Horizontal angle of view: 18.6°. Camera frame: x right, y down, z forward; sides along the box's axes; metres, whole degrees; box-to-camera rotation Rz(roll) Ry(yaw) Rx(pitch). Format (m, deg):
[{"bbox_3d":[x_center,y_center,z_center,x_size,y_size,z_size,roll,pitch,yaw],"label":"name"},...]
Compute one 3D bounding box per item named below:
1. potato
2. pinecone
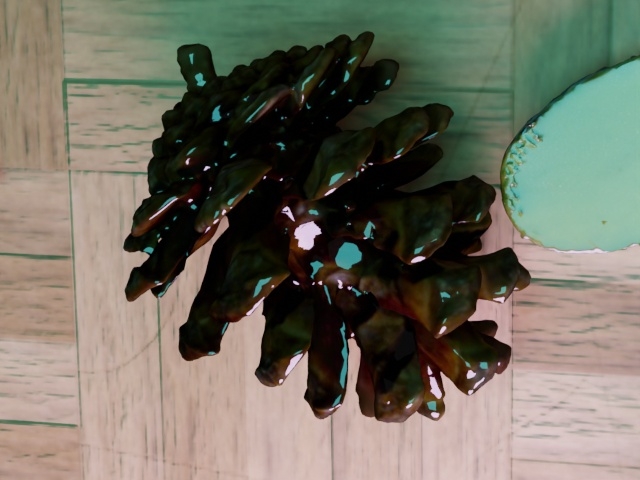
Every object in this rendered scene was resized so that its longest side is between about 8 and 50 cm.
[{"bbox_3d":[0.215,-0.065,1.314,0.198,0.054,0.119,-39,86,15],"label":"potato"},{"bbox_3d":[0.000,0.000,1.298,0.309,0.244,0.244,42,110,-9],"label":"pinecone"}]
